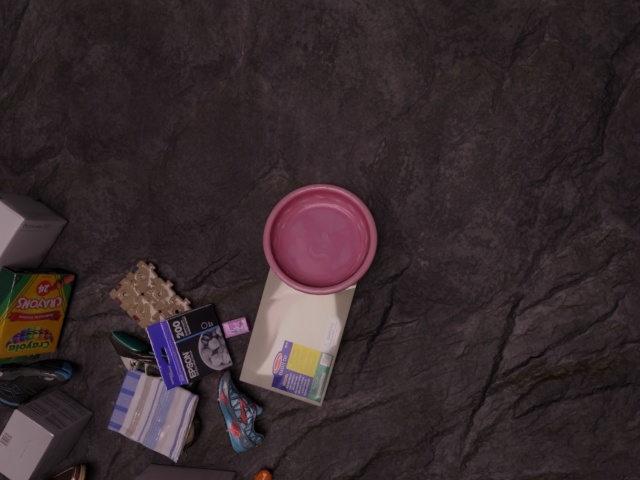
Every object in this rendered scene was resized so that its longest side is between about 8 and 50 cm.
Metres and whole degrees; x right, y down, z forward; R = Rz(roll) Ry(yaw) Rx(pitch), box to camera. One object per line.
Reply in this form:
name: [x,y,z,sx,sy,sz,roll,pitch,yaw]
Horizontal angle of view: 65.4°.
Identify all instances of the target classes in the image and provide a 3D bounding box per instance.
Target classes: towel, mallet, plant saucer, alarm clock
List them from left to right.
towel: [-0.526,0.539,1.560,0.285,0.034,0.209,15,82,21]
mallet: [-0.477,0.434,1.599,0.190,0.039,0.062,12,89,11]
alarm clock: [-0.440,0.575,1.577,0.129,0.064,0.192,10,86,15]
plant saucer: [0.000,0.000,1.476,0.332,0.084,0.332,-1,76,2]

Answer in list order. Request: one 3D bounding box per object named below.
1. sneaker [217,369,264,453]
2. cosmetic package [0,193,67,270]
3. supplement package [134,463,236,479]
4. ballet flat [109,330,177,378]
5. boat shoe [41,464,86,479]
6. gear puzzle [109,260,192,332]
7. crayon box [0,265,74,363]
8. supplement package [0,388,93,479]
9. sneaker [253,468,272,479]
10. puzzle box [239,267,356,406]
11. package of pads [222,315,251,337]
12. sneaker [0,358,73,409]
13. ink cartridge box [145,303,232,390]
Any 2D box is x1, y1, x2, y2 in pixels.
sneaker: [-0.241,0.516,1.549,0.125,0.104,0.262,-16,96,-5]
cosmetic package: [-1.011,0.049,1.571,0.156,0.217,0.385,37,97,6]
supplement package: [-0.424,0.816,1.522,0.293,0.177,0.175,2,91,8]
ballet flat: [-0.552,0.373,1.563,0.280,0.095,0.096,17,88,14]
boat shoe: [-0.894,0.832,1.592,0.342,0.123,0.123,-41,125,11]
gear puzzle: [-0.498,0.227,1.597,0.339,0.044,0.175,44,94,2]
crayon box: [-0.916,0.246,1.563,0.081,0.202,0.318,18,94,26]
supplement package: [-0.872,0.611,1.564,0.149,0.203,0.194,32,94,6]
sneaker: [-0.204,0.795,1.551,0.064,0.067,0.175,29,93,8]
puzzle box: [-0.068,0.274,1.534,0.272,0.052,0.409,17,93,6]
package of pads: [-0.265,0.272,1.569,0.083,0.032,0.050,-17,90,7]
sneaker: [-0.945,0.466,1.617,0.341,0.125,0.139,-7,88,17]
ink cartridge box: [-0.398,0.322,1.523,0.208,0.045,0.206,-19,88,-31]
